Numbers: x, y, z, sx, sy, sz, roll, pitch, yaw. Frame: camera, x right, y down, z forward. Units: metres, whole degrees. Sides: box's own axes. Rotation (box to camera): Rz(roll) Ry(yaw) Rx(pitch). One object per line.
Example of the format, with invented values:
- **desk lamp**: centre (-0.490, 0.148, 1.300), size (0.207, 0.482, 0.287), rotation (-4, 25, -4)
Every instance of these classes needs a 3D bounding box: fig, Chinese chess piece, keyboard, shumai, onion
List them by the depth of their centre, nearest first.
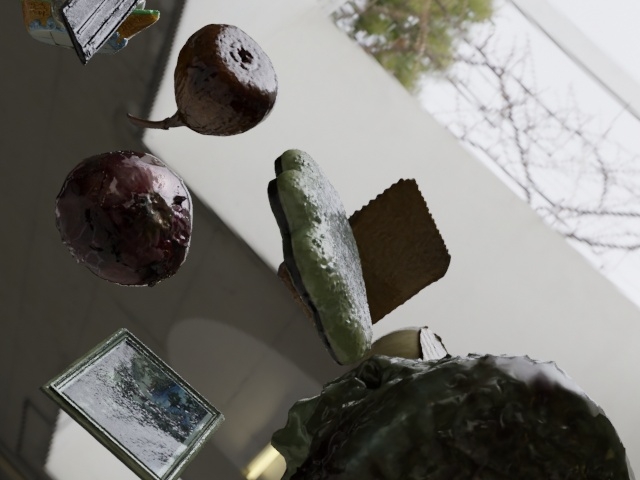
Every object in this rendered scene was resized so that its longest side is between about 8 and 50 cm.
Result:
- **shumai**: centre (0.081, 0.250, 1.041), size (0.395, 0.395, 0.348), rotation (62, -10, -25)
- **fig**: centre (-0.154, -0.176, 1.410), size (0.201, 0.146, 0.133), rotation (-38, -53, 26)
- **keyboard**: centre (-0.290, -0.335, 1.490), size (0.017, 0.250, 0.087), rotation (-6, -55, 22)
- **Chinese chess piece**: centre (0.151, 0.250, 1.579), size (0.104, 0.257, 0.257), rotation (-23, -66, 15)
- **onion**: centre (-0.344, -0.032, 1.896), size (0.219, 0.252, 0.252), rotation (-27, -75, 45)

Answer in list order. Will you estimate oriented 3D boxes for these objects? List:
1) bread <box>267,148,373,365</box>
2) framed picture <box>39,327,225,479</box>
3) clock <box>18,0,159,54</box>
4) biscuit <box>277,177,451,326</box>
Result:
- **bread**: centre (0.000, 0.000, 1.288), size (0.207, 0.056, 0.287), rotation (58, 15, -47)
- **framed picture**: centre (-0.165, 0.150, 1.007), size (0.142, 0.183, 0.011), rotation (41, -73, 1)
- **clock**: centre (-0.372, -0.379, 1.745), size (0.231, 0.144, 0.103), rotation (11, -13, -2)
- **biscuit**: centre (0.071, 0.038, 1.554), size (0.013, 0.232, 0.237), rotation (52, -5, 42)
